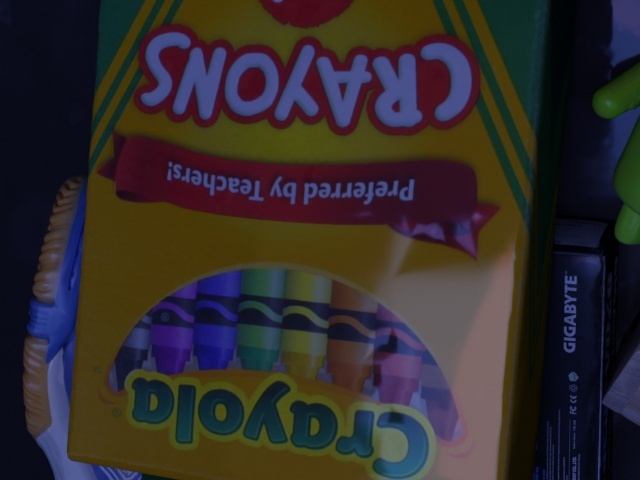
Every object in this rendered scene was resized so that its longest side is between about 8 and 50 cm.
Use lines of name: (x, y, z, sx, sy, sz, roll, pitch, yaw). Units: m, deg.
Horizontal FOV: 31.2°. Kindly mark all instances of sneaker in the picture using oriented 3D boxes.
sneaker: (-0.091, 0.105, 0.638, 0.131, 0.112, 0.297, 1, 109, -1)

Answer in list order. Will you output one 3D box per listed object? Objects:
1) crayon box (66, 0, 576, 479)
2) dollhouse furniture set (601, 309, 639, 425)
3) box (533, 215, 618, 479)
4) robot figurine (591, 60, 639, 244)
crayon box: (0.000, 0.000, 0.506, 0.202, 0.081, 0.319, 4, 91, 20)
dollhouse furniture set: (0.227, 0.062, 0.462, 0.183, 0.129, 0.129, 30, 117, 10)
box: (0.059, 0.095, 0.587, 0.175, 0.051, 0.220, 4, 110, 21)
robot figurine: (0.168, -0.043, 0.484, 0.101, 0.067, 0.115, 42, 124, 38)
